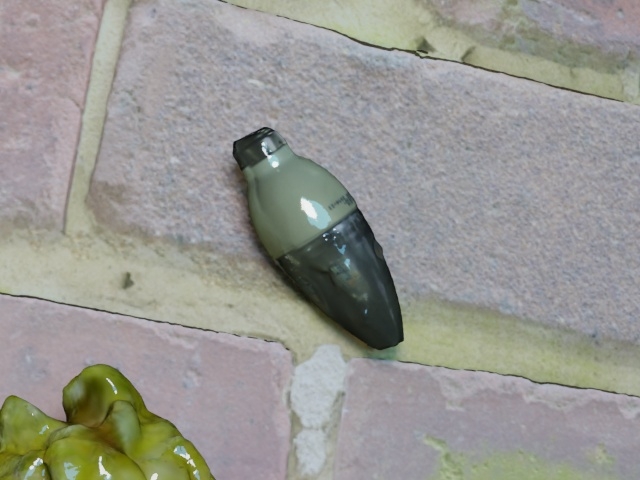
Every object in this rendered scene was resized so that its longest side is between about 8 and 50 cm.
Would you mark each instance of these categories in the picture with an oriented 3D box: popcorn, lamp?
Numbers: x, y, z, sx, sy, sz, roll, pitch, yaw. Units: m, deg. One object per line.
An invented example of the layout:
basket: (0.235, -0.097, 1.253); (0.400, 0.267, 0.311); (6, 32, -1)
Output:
popcorn: (-0.198, 0.253, 1.420); (0.242, 0.235, 0.250); (35, 43, 21)
lamp: (0.000, 0.000, 1.638); (0.101, 0.101, 0.250); (-35, 94, -25)
